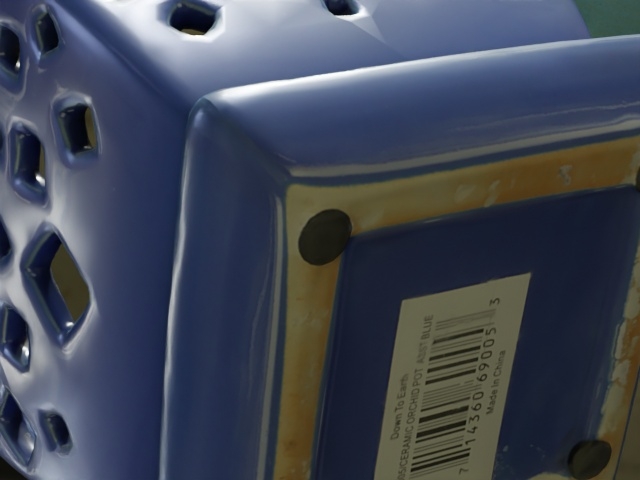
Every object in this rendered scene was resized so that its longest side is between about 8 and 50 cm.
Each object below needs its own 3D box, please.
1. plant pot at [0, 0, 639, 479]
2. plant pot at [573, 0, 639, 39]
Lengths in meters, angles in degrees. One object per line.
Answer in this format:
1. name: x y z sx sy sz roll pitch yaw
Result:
1. plant pot: 0.000 0.000 0.613 0.236 0.212 0.236 -11 -58 -30
2. plant pot: 0.267 -0.238 1.202 0.272 0.271 0.255 9 -49 -8
